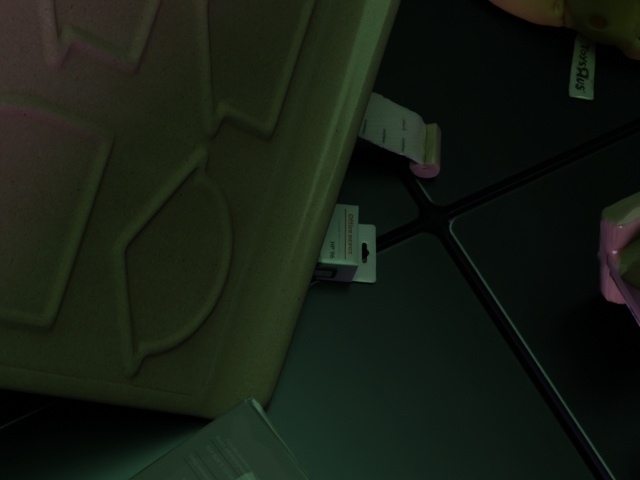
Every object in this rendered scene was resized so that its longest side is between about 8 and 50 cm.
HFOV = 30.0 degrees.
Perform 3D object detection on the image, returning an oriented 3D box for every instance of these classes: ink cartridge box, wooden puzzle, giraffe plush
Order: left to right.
[{"bbox_3d":[-0.119,-0.075,0.661,0.080,0.348,0.322,15,86,40],"label":"wooden puzzle"},{"bbox_3d":[0.000,0.000,0.821,0.083,0.028,0.048,5,63,-8],"label":"ink cartridge box"},{"bbox_3d":[0.219,-0.240,0.903,0.181,0.170,0.210,-2,64,-12],"label":"giraffe plush"}]

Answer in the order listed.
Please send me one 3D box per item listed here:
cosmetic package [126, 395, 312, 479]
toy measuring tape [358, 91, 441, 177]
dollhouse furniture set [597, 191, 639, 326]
[{"bbox_3d":[-0.109,0.205,0.643,0.238,0.127,0.107,-29,69,-24],"label":"cosmetic package"},{"bbox_3d":[-0.075,-0.100,0.838,0.330,0.121,0.121,20,59,-26],"label":"toy measuring tape"},{"bbox_3d":[0.429,0.100,0.767,0.394,0.256,0.362,-26,62,-1],"label":"dollhouse furniture set"}]
